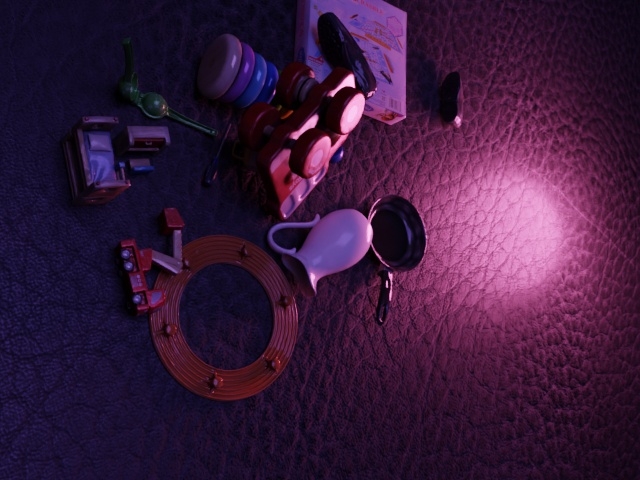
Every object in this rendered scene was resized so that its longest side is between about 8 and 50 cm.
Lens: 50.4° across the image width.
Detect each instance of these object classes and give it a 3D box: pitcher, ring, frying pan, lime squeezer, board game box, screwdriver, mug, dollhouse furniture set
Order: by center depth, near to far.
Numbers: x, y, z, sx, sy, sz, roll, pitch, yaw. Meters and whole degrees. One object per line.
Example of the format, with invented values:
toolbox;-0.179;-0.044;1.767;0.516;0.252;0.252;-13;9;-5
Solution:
dollhouse furniture set;-0.357;-0.147;1.251;0.184;0.129;0.129;-8;82;-39
lime squeezer;-0.326;-0.291;1.341;0.310;0.110;0.058;47;29;-55
ring;-0.181;0.151;1.366;0.337;0.032;0.336;12;69;-35
screwdriver;-0.218;-0.184;1.445;0.024;0.025;0.169;31;52;-26
mug;-0.147;-0.186;1.480;0.062;0.078;0.064;41;59;-61
pitcher;0.000;0.000;1.502;0.207;0.125;0.177;-38;86;-27
frying pan;0.188;0.046;1.666;0.197;0.053;0.326;5;77;-37
board game box;0.082;-0.491;1.725;0.319;0.066;0.317;15;69;-34

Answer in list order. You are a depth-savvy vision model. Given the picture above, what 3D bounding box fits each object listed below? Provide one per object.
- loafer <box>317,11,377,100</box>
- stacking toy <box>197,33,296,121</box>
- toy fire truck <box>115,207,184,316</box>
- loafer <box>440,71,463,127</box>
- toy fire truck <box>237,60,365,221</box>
loafer;0.065;-0.437;1.612;0.078;0.076;0.223;-42;109;-41
stacking toy;-0.100;-0.326;1.504;0.330;0.141;0.141;18;67;-37
toy fire truck;-0.310;0.040;1.276;0.135;0.047;0.192;-10;75;-33
loafer;0.380;-0.401;1.943;0.061;0.062;0.170;33;60;-52
toy fire truck;-0.026;-0.212;1.445;0.169;0.254;0.302;30;68;21
